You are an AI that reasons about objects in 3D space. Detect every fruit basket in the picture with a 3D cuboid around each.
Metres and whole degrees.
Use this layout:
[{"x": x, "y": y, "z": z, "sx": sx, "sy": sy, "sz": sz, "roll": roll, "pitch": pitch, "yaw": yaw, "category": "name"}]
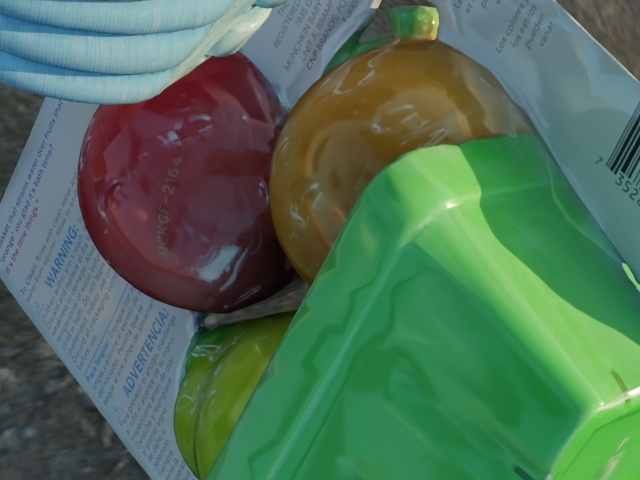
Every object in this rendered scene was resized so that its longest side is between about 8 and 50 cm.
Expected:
[{"x": 0.000, "y": 0.000, "z": 0.731, "sx": 0.353, "sy": 0.165, "sz": 0.327, "roll": 52, "pitch": 130, "yaw": 33, "category": "fruit basket"}]

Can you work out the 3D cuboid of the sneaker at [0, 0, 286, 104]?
[{"x": 0.017, "y": -0.138, "z": 0.458, "sx": 0.319, "sy": 0.208, "sz": 0.127, "roll": -17, "pitch": 77, "yaw": -20, "category": "sneaker"}]
